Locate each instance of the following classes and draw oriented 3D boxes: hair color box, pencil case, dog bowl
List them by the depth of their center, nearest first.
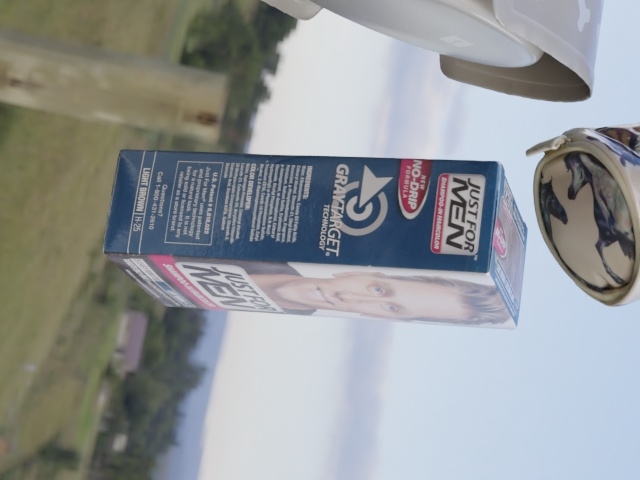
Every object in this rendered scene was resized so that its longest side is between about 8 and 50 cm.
[{"bbox_3d":[0.074,-0.222,1.295,0.349,0.348,0.102,-169,-80,-85],"label":"dog bowl"},{"bbox_3d":[0.000,0.000,1.424,0.174,0.347,0.105,51,44,-66],"label":"hair color box"},{"bbox_3d":[0.399,-0.076,1.487,0.184,0.410,0.160,68,-19,11],"label":"pencil case"}]
